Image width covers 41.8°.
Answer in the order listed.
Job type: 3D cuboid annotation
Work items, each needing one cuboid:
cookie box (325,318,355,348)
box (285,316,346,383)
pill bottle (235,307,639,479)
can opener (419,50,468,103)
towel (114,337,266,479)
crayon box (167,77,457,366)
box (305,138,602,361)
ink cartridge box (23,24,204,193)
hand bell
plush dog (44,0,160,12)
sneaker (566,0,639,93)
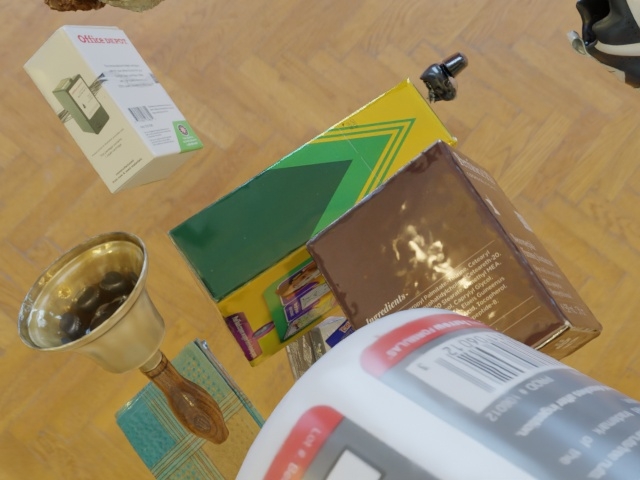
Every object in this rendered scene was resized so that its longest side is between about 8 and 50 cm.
[{"bbox_3d":[0.074,0.139,1.131,0.092,0.040,0.107,-44,42,-10],"label":"cookie box"},{"bbox_3d":[0.012,0.254,1.505,0.056,0.183,0.231,-17,92,-27],"label":"box"},{"bbox_3d":[0.141,0.188,0.341,0.362,0.210,0.210,27,71,41],"label":"pill bottle"},{"bbox_3d":[0.179,-0.228,1.193,0.073,0.186,0.059,-25,96,10],"label":"can opener"},{"bbox_3d":[-0.213,0.410,1.628,0.271,0.040,0.370,-42,81,18],"label":"towel"},{"bbox_3d":[0.000,0.000,1.043,0.313,0.363,0.106,-35,74,-10],"label":"crayon box"},{"bbox_3d":[0.129,0.046,0.797,0.167,0.168,0.203,-38,68,19],"label":"box"},{"bbox_3d":[-0.382,-0.251,1.577,0.121,0.211,0.289,-36,89,21],"label":"ink cartridge box"},{"bbox_3d":[-0.149,0.119,0.767,0.126,0.242,0.126,-18,40,16],"label":"hand bell"},{"bbox_3d":[-0.268,-0.400,1.076,0.262,0.226,0.211,-4,44,12],"label":"plush dog"},{"bbox_3d":[0.295,-0.242,0.709,0.152,0.235,0.094,16,38,-12],"label":"sneaker"}]
